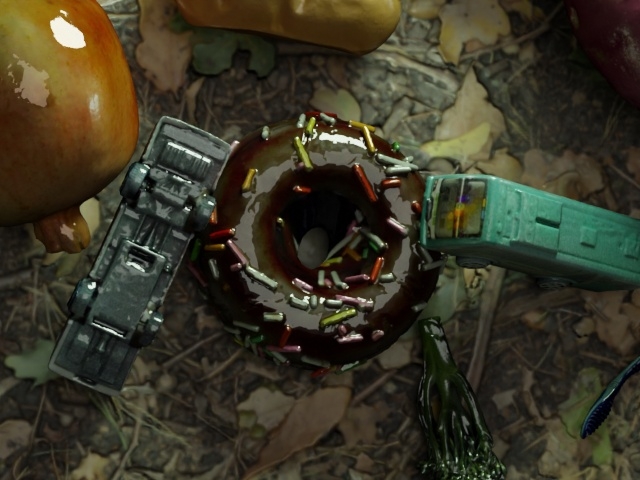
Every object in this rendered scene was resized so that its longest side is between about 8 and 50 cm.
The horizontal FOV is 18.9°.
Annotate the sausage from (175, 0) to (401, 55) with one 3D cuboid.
[{"bbox_3d":[-0.031,-0.260,1.936,0.241,0.120,0.136,13,91,-11],"label":"sausage"}]

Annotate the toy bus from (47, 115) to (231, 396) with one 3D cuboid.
[{"bbox_3d":[-0.172,0.013,1.851,0.092,0.106,0.268,24,93,-7],"label":"toy bus"}]

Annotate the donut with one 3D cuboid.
[{"bbox_3d":[0.000,0.000,1.919,0.270,0.103,0.269,1,84,-13],"label":"donut"}]

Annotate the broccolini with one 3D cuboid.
[{"bbox_3d":[0.136,0.178,1.955,0.091,0.068,0.202,-10,74,15],"label":"broccolini"}]

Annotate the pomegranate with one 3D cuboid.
[{"bbox_3d":[-0.281,-0.115,1.798,0.229,0.252,0.270,-25,101,-10],"label":"pomegranate"}]

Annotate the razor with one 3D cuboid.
[{"bbox_3d":[0.321,0.150,2.009,0.154,0.044,0.028,-40,62,-12],"label":"razor"}]

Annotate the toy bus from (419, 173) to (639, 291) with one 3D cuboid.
[{"bbox_3d":[0.219,-0.007,1.933,0.262,0.109,0.091,12,79,-39],"label":"toy bus"}]

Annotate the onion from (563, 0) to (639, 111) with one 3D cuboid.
[{"bbox_3d":[0.434,-0.280,1.956,0.358,0.345,0.358,-12,108,-42],"label":"onion"}]
